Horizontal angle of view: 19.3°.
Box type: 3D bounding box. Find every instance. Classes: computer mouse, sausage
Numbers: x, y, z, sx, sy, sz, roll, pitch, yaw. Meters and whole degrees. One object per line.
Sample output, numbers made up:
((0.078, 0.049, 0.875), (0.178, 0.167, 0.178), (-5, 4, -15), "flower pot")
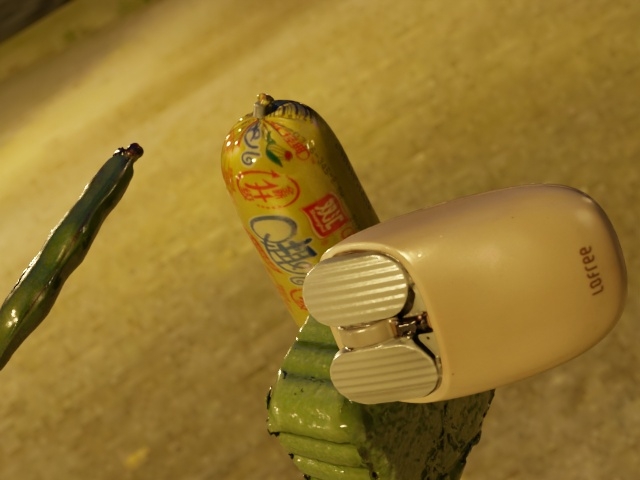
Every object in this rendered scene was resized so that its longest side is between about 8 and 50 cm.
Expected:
((0.109, 0.042, 1.400), (0.236, 0.145, 0.082), (-14, 17, 9), "computer mouse")
((0.000, 0.000, 1.852), (0.123, 0.347, 0.123), (-18, 36, 13), "sausage")

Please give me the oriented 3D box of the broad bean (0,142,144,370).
((-0.250, 0.011, 1.836), (0.297, 0.043, 0.060), (-58, 11, -24), "broad bean")

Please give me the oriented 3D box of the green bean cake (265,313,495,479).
((0.059, 0.137, 1.670), (0.113, 0.214, 0.200), (7, 52, 35), "green bean cake")
